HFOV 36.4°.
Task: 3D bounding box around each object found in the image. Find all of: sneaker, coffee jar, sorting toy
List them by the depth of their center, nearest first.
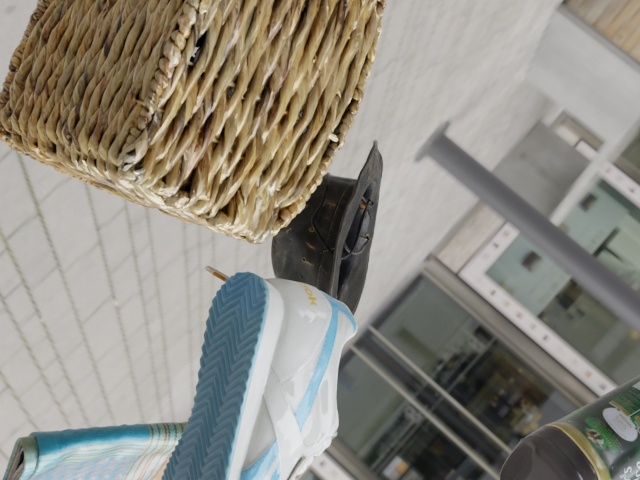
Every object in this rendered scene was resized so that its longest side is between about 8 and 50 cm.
[{"bbox_3d":[-0.041,0.138,0.643,0.092,0.087,0.228,13,98,-36],"label":"sneaker"},{"bbox_3d":[0.246,0.188,0.860,0.184,0.079,0.096,-18,145,-33],"label":"coffee jar"},{"bbox_3d":[-0.098,0.058,1.187,0.083,0.062,0.012,38,76,-49],"label":"sorting toy"}]

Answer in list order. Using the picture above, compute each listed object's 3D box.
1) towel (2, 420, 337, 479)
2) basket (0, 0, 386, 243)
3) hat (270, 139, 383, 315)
[{"bbox_3d":[-0.190,0.288,1.142,0.370,0.040,0.271,3,141,-29],"label":"towel"},{"bbox_3d":[-0.099,-0.169,0.833,0.213,0.223,0.299,25,84,-46],"label":"basket"},{"bbox_3d":[0.000,0.000,1.465,0.331,0.134,0.331,12,90,-82],"label":"hat"}]
